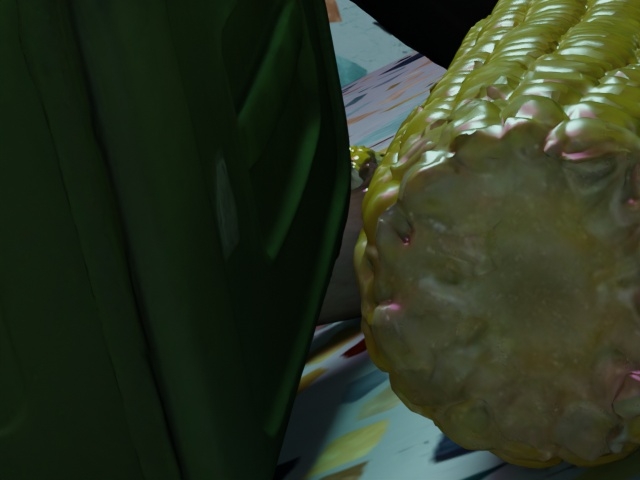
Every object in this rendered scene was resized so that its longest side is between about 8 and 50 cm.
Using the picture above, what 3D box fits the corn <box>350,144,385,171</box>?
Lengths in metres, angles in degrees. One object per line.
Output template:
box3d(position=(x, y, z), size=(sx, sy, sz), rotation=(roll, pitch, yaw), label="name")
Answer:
box3d(position=(-0.041, -0.002, 1.172), size=(0.238, 0.080, 0.080), rotation=(-19, 10, 38), label="corn")

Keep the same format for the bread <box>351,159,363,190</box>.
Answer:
box3d(position=(0.000, 0.002, 1.030), size=(0.070, 0.077, 0.083), rotation=(-40, 11, -16), label="bread")

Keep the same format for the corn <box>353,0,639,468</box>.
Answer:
box3d(position=(0.087, -0.018, 0.623), size=(0.131, 0.131, 0.344), rotation=(-24, 8, 18), label="corn")

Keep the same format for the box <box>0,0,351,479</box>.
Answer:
box3d(position=(-0.100, -0.051, 0.719), size=(0.177, 0.253, 0.329), rotation=(-6, 24, 10), label="box")

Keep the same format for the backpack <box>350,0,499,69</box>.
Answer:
box3d(position=(0.160, -0.207, 0.996), size=(0.255, 0.363, 0.445), rotation=(-55, -12, 18), label="backpack")

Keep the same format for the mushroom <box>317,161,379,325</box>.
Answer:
box3d(position=(-0.057, 0.036, 0.905), size=(0.278, 0.099, 0.096), rotation=(-28, 12, -37), label="mushroom")
